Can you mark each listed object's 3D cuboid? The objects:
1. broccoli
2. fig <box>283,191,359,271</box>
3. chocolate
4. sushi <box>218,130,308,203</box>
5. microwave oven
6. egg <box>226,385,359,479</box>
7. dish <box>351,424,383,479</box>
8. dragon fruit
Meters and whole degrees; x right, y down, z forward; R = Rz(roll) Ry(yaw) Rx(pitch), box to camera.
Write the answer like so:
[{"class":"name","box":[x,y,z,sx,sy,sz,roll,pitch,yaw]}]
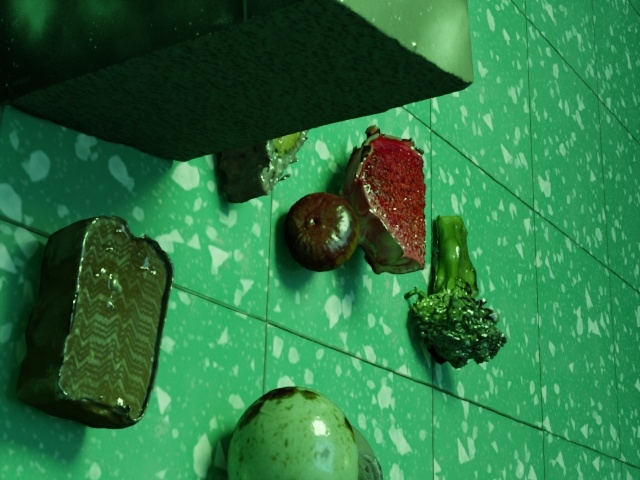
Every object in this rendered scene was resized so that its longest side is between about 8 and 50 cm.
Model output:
[{"class":"broccoli","box":[0.243,0.075,1.958,0.165,0.146,0.304,50,29,-44]},{"class":"fig","box":[-0.006,-0.010,1.624,0.119,0.153,0.119,1,85,-16]},{"class":"chocolate","box":[-0.247,0.088,1.190,0.148,0.093,0.214,37,52,-49]},{"class":"sushi","box":[-0.071,-0.174,1.536,0.161,0.107,0.241,-5,93,-58]},{"class":"microwave oven","box":[-0.091,-0.267,1.223,0.374,0.432,0.236,15,69,-55]},{"class":"egg","box":[-0.034,0.300,1.395,0.169,0.169,0.231,-10,101,-58]},{"class":"dish","box":[0.026,0.348,1.552,0.228,0.086,0.236,-24,100,-58]},{"class":"dragon fruit","box":[0.076,-0.069,1.739,0.161,0.126,0.274,37,40,-34]}]
